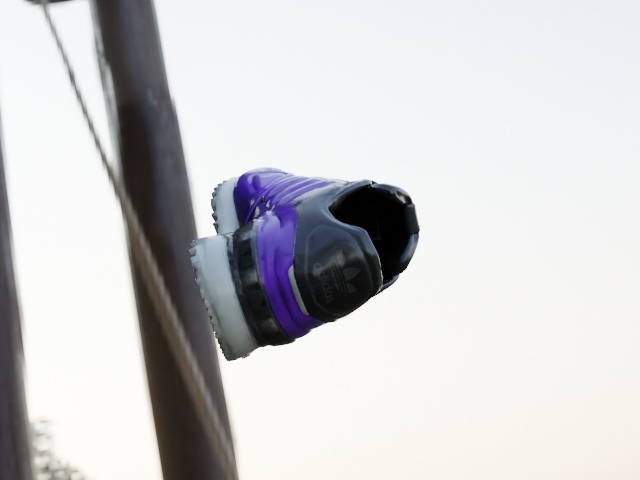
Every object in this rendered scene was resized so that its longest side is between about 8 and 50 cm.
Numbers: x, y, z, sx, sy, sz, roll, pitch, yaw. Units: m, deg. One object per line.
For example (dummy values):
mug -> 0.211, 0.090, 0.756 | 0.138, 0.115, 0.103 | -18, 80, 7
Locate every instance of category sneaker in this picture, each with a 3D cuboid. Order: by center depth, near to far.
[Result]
sneaker -> 0.000, 0.001, 0.938 | 0.146, 0.102, 0.293 | -19, 14, 6
